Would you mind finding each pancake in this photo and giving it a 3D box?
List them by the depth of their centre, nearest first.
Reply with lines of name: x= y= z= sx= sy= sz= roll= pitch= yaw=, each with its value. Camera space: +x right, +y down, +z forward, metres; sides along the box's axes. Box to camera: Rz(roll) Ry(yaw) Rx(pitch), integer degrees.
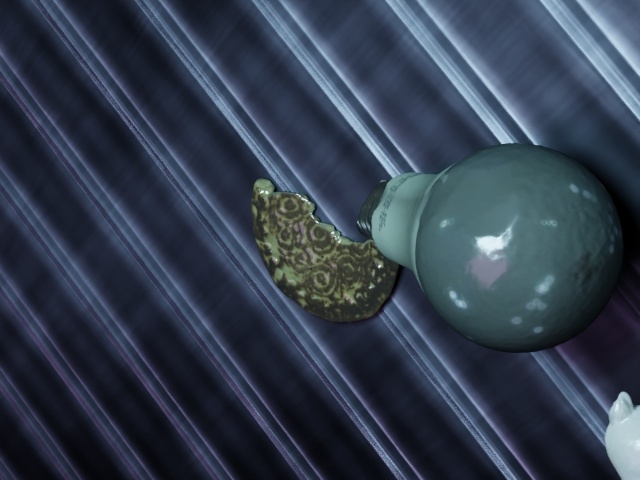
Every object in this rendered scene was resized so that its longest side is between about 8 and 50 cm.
pancake: x=0.000 y=0.000 z=1.697 sx=0.190 sy=0.020 sz=0.184 roll=51 pitch=136 yaw=9

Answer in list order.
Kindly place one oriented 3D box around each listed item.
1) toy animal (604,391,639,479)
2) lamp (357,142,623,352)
toy animal: x=0.329 y=0.156 z=1.409 sx=0.181 sy=0.131 sz=0.127 roll=-31 pitch=110 yaw=37
lamp: x=0.143 y=-0.022 z=1.478 sx=0.314 sy=0.182 sz=0.182 roll=45 pitch=140 yaw=52
